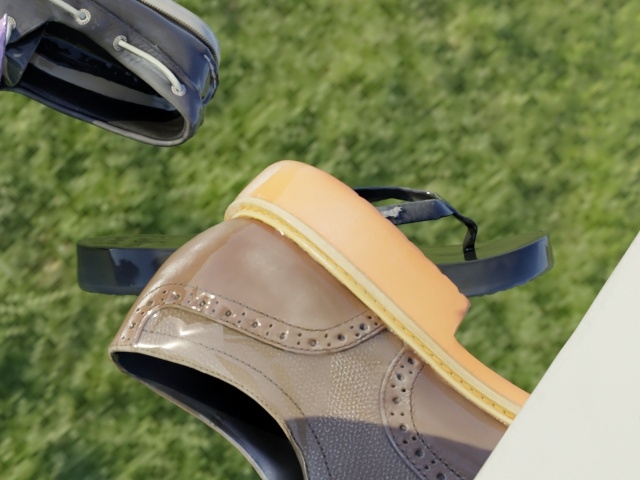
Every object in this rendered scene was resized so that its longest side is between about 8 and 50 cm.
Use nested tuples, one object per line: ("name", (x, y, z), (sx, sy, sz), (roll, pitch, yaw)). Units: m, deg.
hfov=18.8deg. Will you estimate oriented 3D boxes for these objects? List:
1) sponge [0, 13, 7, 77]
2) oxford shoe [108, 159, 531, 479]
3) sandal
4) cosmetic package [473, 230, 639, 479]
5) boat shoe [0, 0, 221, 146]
("sponge", (-0.131, 0.045, 0.585), (0.031, 0.117, 0.210), (12, 60, -11))
("oxford shoe", (0.062, 0.132, 0.834), (0.364, 0.130, 0.133), (42, 66, 14))
("sandal", (0.000, 0.000, 1.014), (0.255, 0.097, 0.054), (0, 96, -5))
("cosmetic package", (0.158, 0.128, 0.516), (0.161, 0.453, 0.230), (-17, 56, -42))
("boat shoe", (-0.143, -0.104, 0.923), (0.206, 0.075, 0.065), (22, 43, -19))
